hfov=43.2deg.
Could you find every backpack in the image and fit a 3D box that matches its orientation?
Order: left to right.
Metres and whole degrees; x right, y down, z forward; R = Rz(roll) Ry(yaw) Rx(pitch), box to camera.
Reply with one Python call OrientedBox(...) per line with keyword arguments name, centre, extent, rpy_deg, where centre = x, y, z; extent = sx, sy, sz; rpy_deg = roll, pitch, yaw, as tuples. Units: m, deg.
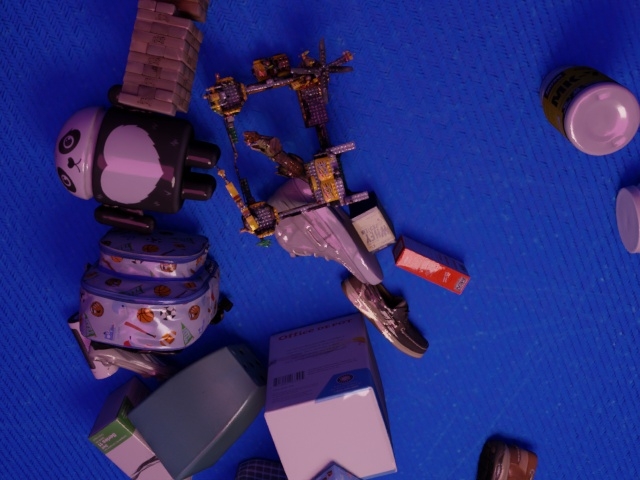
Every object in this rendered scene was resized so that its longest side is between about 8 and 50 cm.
OrientedBox(name="backpack", centre=(-0.308, 0.093, 1.456), extent=(0.276, 0.263, 0.213), rpy_deg=(1, 112, 0))

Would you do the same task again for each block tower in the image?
OrientedBox(name="block tower", centre=(-0.236, -0.369, 1.300), extent=(0.090, 0.097, 0.336), rpy_deg=(13, 90, 7))

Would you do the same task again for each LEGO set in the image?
OrientedBox(name="LEGO set", centre=(-0.055, -0.158, 1.342), extent=(0.254, 0.192, 0.331), rpy_deg=(-8, 94, -8))

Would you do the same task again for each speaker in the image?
OrientedBox(name="speaker", centre=(-0.452, 0.207, 1.614), extent=(0.055, 0.055, 0.136), rpy_deg=(-16, 112, 6))

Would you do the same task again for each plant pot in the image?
OrientedBox(name="plant pot", centre=(-0.213, 0.318, 1.582), extent=(0.234, 0.165, 0.165), rpy_deg=(-43, 75, 10))

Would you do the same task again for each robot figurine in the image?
OrientedBox(name="robot figurine", centre=(-0.318, -0.139, 1.407), extent=(0.278, 0.209, 0.173), rpy_deg=(10, 156, -5))

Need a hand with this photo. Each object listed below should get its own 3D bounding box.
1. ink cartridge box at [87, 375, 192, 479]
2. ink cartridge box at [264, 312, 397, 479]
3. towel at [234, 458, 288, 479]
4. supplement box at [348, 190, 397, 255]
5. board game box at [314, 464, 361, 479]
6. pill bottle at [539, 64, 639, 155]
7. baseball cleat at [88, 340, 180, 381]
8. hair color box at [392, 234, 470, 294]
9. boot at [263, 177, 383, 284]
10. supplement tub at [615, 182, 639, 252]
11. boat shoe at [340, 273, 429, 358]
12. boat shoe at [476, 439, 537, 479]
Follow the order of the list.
OrientedBox(name="ink cartridge box", centre=(-0.352, 0.405, 1.643), extent=(0.087, 0.153, 0.208), rpy_deg=(-36, 107, 15))
OrientedBox(name="ink cartridge box", centre=(0.018, 0.303, 1.541), extent=(0.198, 0.270, 0.197), rpy_deg=(-15, 113, 6))
OrientedBox(name="towel", centre=(-0.051, 0.572, 1.672), extent=(0.283, 0.235, 0.121), rpy_deg=(13, 106, -6))
OrientedBox(name="supplement box", centre=(0.097, -0.033, 1.504), extent=(0.056, 0.083, 0.083), rpy_deg=(-27, 111, 11))
OrientedBox(name="board game box", centre=(0.012, 0.509, 1.476), extent=(0.160, 0.039, 0.211), rpy_deg=(36, 114, -25))
OrientedBox(name="pill bottle", centre=(0.444, -0.227, 1.360), extent=(0.119, 0.208, 0.119), rpy_deg=(0, 113, -1))
OrientedBox(name="baseball cleat", centre=(-0.357, 0.217, 1.609), extent=(0.206, 0.109, 0.072), rpy_deg=(27, 151, -38))
OrientedBox(name="hair color box", centre=(0.210, 0.046, 1.544), extent=(0.141, 0.072, 0.043), rpy_deg=(24, 109, -9))
OrientedBox(name="boot", centre=(0.000, 0.000, 1.518), extent=(0.123, 0.095, 0.258), rpy_deg=(-35, 97, 19))
OrientedBox(name="supplement tub", centre=(0.657, -0.050, 1.469), extent=(0.199, 0.144, 0.144), rpy_deg=(-8, 112, 3))
OrientedBox(name="boat shoe", centre=(0.139, 0.140, 1.578), extent=(0.223, 0.080, 0.073), rpy_deg=(43, 110, -11))
OrientedBox(name="boat shoe", centre=(0.388, 0.582, 1.741), extent=(0.119, 0.122, 0.324), rpy_deg=(8, 113, -7))
